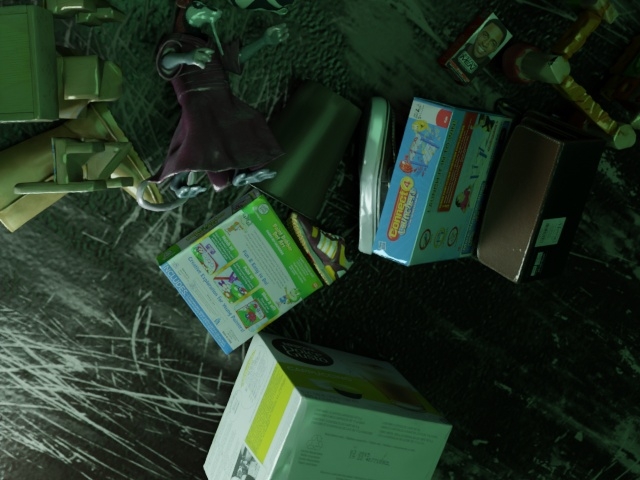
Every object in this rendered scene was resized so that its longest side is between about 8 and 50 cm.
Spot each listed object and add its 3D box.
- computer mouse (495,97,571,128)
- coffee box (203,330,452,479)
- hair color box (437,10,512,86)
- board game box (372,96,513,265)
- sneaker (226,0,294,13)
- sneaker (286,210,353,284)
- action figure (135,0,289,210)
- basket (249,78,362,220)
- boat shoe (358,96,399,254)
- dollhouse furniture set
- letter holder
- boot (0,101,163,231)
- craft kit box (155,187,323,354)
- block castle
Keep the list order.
[{"bbox_3d":[0.477,-0.252,2.061,0.242,0.041,0.071,12,105,-23],"label":"computer mouse"},{"bbox_3d":[0.001,0.423,1.967,0.337,0.334,0.338,16,101,-23],"label":"coffee box"},{"bbox_3d":[0.311,-0.387,1.949,0.072,0.043,0.141,41,91,-26],"label":"hair color box"},{"bbox_3d":[0.246,-0.115,1.904,0.302,0.086,0.308,-4,112,-58],"label":"board game box"},{"bbox_3d":[-0.066,-0.515,1.737,0.153,0.094,0.235,15,103,-26],"label":"sneaker"},{"bbox_3d":[0.000,0.000,1.969,0.084,0.069,0.185,-38,124,-13],"label":"sneaker"},{"bbox_3d":[-0.206,-0.266,1.733,0.248,0.275,0.370,-7,77,-49],"label":"action figure"},{"bbox_3d":[-0.032,-0.179,1.841,0.204,0.154,0.227,27,94,-49],"label":"basket"},{"bbox_3d":[0.137,-0.129,1.932,0.119,0.121,0.335,0,121,-1],"label":"boat shoe"},{"bbox_3d":[-0.480,-0.253,1.506,0.256,0.394,0.362,-1,96,8],"label":"dollhouse furniture set"},{"bbox_3d":[0.410,-0.099,1.971,0.152,0.214,0.302,-8,120,-41],"label":"letter holder"},{"bbox_3d":[-0.454,-0.100,1.755,0.269,0.089,0.236,-34,104,-7],"label":"boot"},{"bbox_3d":[-0.159,0.062,1.937,0.246,0.061,0.250,-34,117,-3],"label":"craft kit box"},{"bbox_3d":[0.612,-0.431,1.955,0.303,0.213,0.453,38,91,-23],"label":"block castle"}]
